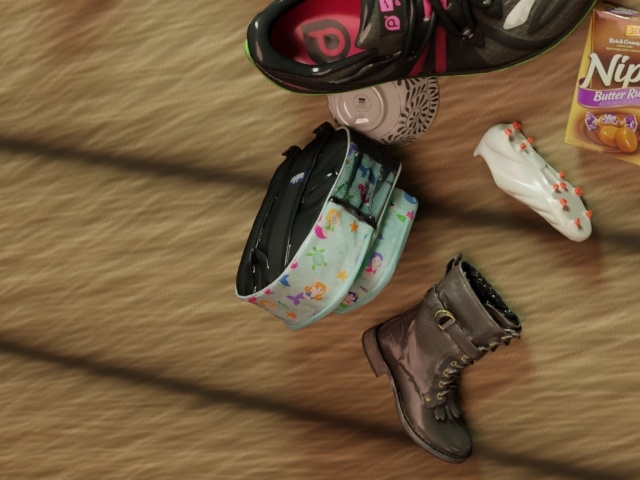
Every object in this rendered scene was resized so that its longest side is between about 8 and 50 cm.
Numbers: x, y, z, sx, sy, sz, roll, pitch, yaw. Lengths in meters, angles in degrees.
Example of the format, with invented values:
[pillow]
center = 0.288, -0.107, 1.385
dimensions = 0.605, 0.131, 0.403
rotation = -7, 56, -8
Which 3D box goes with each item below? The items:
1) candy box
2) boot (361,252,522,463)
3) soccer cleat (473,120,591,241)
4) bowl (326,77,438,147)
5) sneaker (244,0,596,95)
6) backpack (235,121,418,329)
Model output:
[candy box]
center = 0.383, -0.199, 1.916
dimensions = 0.109, 0.053, 0.186
rotation = 19, 117, 21
[boot]
center = 0.197, 0.173, 2.152
dimensions = 0.229, 0.091, 0.263
rotation = -34, 90, 35
[soccer cleat]
center = 0.286, -0.071, 2.019
dimensions = 0.196, 0.068, 0.076
rotation = 51, 130, 8
[bowl]
center = 0.069, -0.196, 2.068
dimensions = 0.170, 0.080, 0.170
rotation = 11, 115, 25
[sneaker]
center = 0.128, -0.282, 1.888
dimensions = 0.483, 0.202, 0.185
rotation = -17, 90, 17
[backpack]
center = 0.000, 0.000, 2.068
dimensions = 0.191, 0.253, 0.225
rotation = 37, 147, -17
